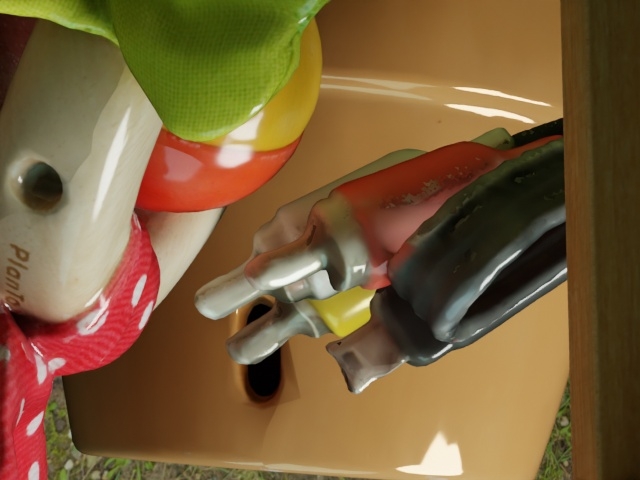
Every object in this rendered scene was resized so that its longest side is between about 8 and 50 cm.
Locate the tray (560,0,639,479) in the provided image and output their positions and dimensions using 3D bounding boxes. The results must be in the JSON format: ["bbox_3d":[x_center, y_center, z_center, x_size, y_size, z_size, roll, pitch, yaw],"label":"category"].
[{"bbox_3d":[0.166,-0.027,0.215,0.076,0.203,0.411,-2,-178,-22],"label":"tray"}]

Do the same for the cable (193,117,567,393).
[{"bbox_3d":[0.094,-0.042,0.519,0.287,0.072,0.139,-34,173,-15],"label":"cable"}]

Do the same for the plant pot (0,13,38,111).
[{"bbox_3d":[-0.222,-0.025,0.509,0.272,0.273,0.265,0,179,31],"label":"plant pot"}]

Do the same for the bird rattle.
[{"bbox_3d":[-0.045,-0.027,0.435,0.143,0.254,0.207,20,-152,14],"label":"bird rattle"}]

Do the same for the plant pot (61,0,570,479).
[{"bbox_3d":[0.000,0.000,0.707,0.290,0.204,0.291,4,173,1],"label":"plant pot"}]
